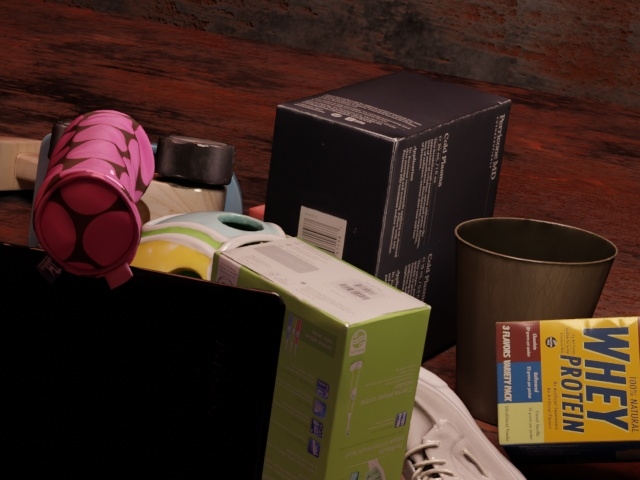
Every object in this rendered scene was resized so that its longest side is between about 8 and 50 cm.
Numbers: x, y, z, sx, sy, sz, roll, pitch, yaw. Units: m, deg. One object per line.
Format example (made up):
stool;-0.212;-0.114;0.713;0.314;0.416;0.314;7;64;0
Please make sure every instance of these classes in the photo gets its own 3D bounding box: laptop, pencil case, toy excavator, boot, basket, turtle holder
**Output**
laptop;-0.242;0.152;1.538;0.236;0.381;0.408;-1;22;-27
pencil case;-0.181;-0.038;1.390;0.095;0.098;0.209;-35;17;12
toy excavator;-0.318;-0.064;2.434;0.433;0.222;0.445;8;6;1
boot;0.126;0.234;1.749;0.258;0.095;0.123;42;23;-7
basket;0.246;0.103;2.094;0.204;0.226;0.154;4;20;-14
turtle holder;-0.148;0.065;1.907;0.320;0.243;0.227;27;-29;-27

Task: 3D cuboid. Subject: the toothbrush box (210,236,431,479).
toothbrush box;-0.019;0.166;1.731;0.122;0.283;0.206;-9;25;-42

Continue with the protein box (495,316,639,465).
protein box;0.302;0.171;1.886;0.200;0.136;0.201;-3;-14;10

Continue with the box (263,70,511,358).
box;0.078;-0.018;2.195;0.179;0.343;0.312;19;22;29

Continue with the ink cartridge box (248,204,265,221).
ink cartridge box;0.000;0.000;2.521;0.198;0.067;0.115;21;24;37
